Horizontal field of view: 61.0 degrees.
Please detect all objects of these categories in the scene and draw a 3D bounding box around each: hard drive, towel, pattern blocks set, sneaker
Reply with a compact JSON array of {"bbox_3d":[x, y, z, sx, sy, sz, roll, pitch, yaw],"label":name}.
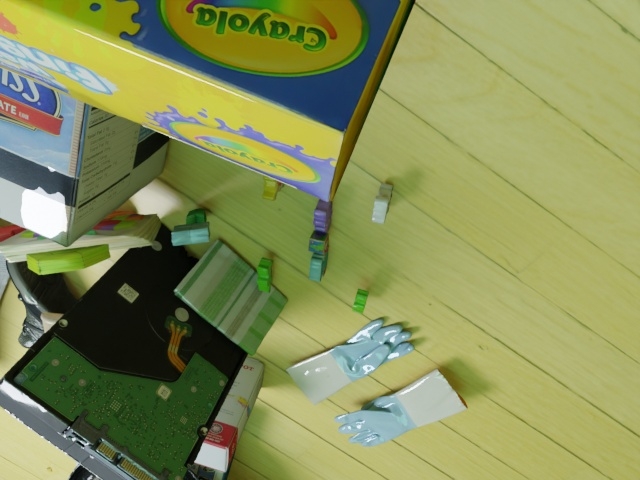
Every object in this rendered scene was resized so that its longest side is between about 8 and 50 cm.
[{"bbox_3d":[-0.226,0.147,0.738,0.237,0.339,0.064,42,123,-13],"label":"hard drive"},{"bbox_3d":[-0.132,0.085,0.815,0.152,0.113,0.023,44,145,-15],"label":"towel"},{"bbox_3d":[-0.308,-0.009,0.712,0.325,0.285,0.026,-9,105,-18],"label":"pattern blocks set"},{"bbox_3d":[-0.495,0.119,0.949,0.130,0.087,0.227,-15,121,16],"label":"sneaker"}]

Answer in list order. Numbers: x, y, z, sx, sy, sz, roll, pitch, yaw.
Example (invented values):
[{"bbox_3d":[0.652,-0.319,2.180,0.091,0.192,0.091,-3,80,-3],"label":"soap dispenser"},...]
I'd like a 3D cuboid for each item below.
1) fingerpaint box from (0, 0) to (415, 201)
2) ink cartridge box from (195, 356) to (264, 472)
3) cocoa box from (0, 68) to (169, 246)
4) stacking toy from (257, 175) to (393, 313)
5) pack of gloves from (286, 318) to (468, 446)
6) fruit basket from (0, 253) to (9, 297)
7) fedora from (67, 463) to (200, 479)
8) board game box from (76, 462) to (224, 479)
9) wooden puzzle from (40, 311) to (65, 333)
[{"bbox_3d":[-0.123,-0.291,0.418,0.445,0.371,0.163,23,169,2],"label":"fingerpaint box"},{"bbox_3d":[-0.181,0.273,0.904,0.127,0.175,0.072,15,126,7],"label":"ink cartridge box"},{"bbox_3d":[-0.367,-0.199,0.627,0.347,0.231,0.228,24,123,0],"label":"cocoa box"},{"bbox_3d":[0.000,0.000,0.761,0.167,0.052,0.221,14,126,9],"label":"stacking toy"},{"bbox_3d":[0.090,0.232,0.893,0.232,0.046,0.195,-34,96,27],"label":"pack of gloves"},{"bbox_3d":[-0.716,0.074,0.903,0.327,0.165,0.353,11,125,-37],"label":"fruit basket"},{"bbox_3d":[-0.355,0.536,0.967,0.334,0.152,0.334,2,96,15],"label":"fedora"},{"bbox_3d":[-0.324,0.401,1.077,0.302,0.086,0.308,20,124,3],"label":"board game box"},{"bbox_3d":[-0.335,0.180,0.907,0.221,0.044,0.238,9,144,-14],"label":"wooden puzzle"}]
